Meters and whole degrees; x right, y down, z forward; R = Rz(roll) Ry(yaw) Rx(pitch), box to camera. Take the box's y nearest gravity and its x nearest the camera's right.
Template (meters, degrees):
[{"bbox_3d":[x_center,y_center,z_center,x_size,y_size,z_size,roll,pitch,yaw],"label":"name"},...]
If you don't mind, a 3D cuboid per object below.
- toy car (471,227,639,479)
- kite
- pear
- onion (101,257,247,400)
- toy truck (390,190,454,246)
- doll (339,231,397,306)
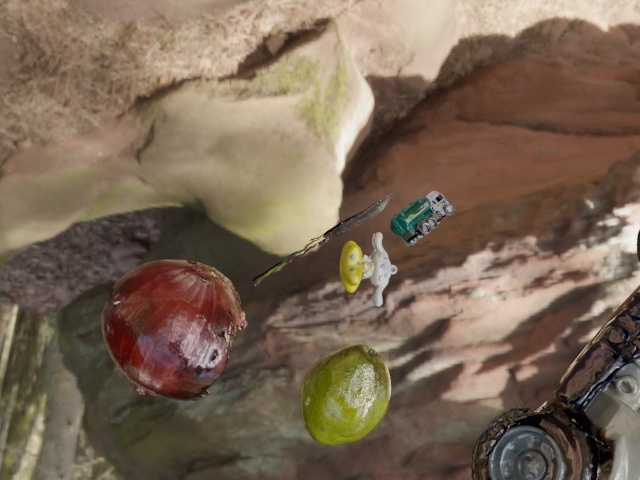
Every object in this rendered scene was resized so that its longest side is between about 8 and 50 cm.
[{"bbox_3d":[0.216,0.087,0.477,0.301,0.118,0.193,-51,139,6],"label":"toy car"},{"bbox_3d":[0.000,0.000,1.395,0.285,0.015,0.152,-32,172,-14],"label":"kite"},{"bbox_3d":[0.059,0.372,1.968,0.212,0.212,0.269,22,104,-33],"label":"pear"},{"bbox_3d":[-0.329,0.186,1.810,0.341,0.341,0.341,-1,148,-1],"label":"onion"},{"bbox_3d":[0.122,-0.029,0.983,0.044,0.083,0.039,52,141,2],"label":"toy truck"},{"bbox_3d":[0.090,0.060,1.544,0.113,0.135,0.071,-19,176,-24],"label":"doll"}]
